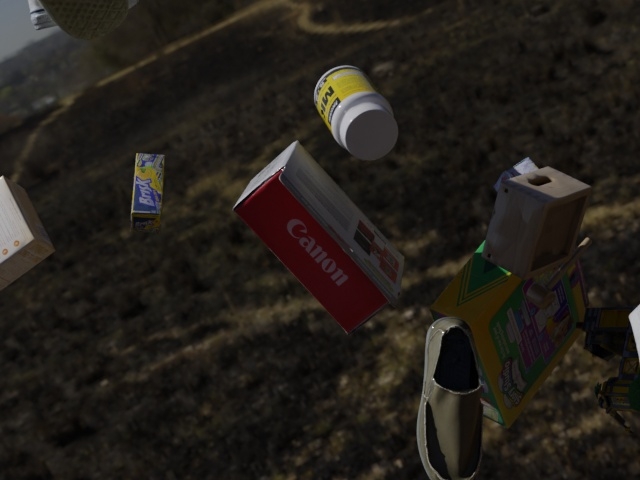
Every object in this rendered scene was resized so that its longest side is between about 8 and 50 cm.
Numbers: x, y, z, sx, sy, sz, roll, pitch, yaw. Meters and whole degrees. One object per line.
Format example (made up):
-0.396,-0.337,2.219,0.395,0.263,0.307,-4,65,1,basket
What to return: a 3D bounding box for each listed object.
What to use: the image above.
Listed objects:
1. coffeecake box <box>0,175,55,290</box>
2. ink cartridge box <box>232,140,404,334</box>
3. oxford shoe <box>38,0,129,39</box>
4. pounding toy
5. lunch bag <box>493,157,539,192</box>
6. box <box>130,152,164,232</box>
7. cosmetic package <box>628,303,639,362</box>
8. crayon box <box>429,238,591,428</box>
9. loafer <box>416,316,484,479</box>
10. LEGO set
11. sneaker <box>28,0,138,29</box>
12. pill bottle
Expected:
-0.553,0.008,1.793,0.185,0.142,0.068,-35,-26,5,coffeecake box
0.000,0.000,1.937,0.130,0.309,0.272,-40,9,16,ink cartridge box
-0.386,-0.449,1.511,0.169,0.130,0.449,-27,-23,-5,oxford shoe
0.329,-0.001,1.647,0.094,0.206,0.181,31,34,35,pounding toy
0.364,-0.099,1.965,0.083,0.053,0.071,-33,46,3,lunch bag
-0.338,-0.094,2.129,0.059,0.054,0.168,3,48,-9,box
0.436,0.062,1.079,0.224,0.138,0.225,-52,-3,16,cosmetic package
0.378,0.140,2.105,0.106,0.363,0.313,27,65,38,crayon box
0.183,0.229,1.536,0.094,0.251,0.087,-3,-12,1,loafer
0.632,0.262,2.144,0.331,0.254,0.192,15,-13,-33,LEGO set
-0.388,-0.414,1.800,0.094,0.091,0.258,-5,16,24,sneaker
0.067,-0.233,1.994,0.119,0.119,0.208,-26,31,0,pill bottle
